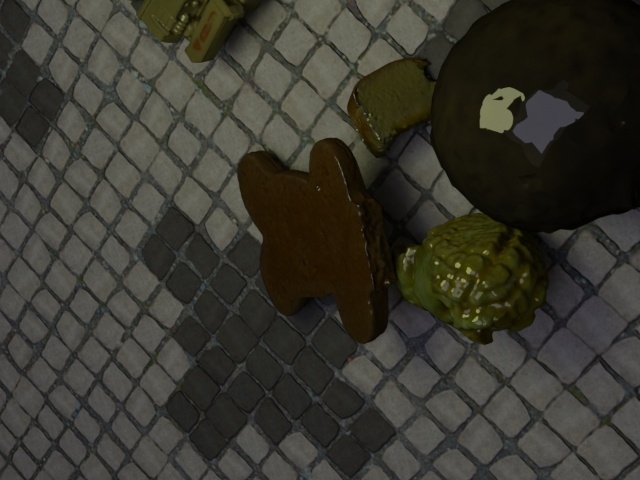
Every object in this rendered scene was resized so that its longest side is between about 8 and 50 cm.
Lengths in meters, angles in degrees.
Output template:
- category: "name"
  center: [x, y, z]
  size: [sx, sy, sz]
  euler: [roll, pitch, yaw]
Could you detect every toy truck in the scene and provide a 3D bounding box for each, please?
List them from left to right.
- category: "toy truck"
  center: [-0.192, -0.515, 2.033]
  size: [0.254, 0.181, 0.405]
  euler: [54, 132, 11]

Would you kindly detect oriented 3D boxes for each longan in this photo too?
- category: "longan"
  center: [0.359, -0.186, 1.692]
  size: [0.391, 0.391, 0.391]
  euler: [9, 109, 29]

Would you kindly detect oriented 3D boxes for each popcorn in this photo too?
- category: "popcorn"
  center: [0.267, 0.049, 1.927]
  size: [0.286, 0.225, 0.173]
  euler: [27, 142, 60]

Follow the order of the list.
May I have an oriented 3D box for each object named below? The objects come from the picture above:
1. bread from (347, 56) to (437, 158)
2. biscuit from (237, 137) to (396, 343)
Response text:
- category: "bread"
  center: [0.137, -0.236, 2.014]
  size: [0.160, 0.169, 0.140]
  euler: [-30, 87, -6]
- category: "biscuit"
  center: [0.000, 0.000, 2.087]
  size: [0.394, 0.076, 0.368]
  euler: [-2, 104, 57]
